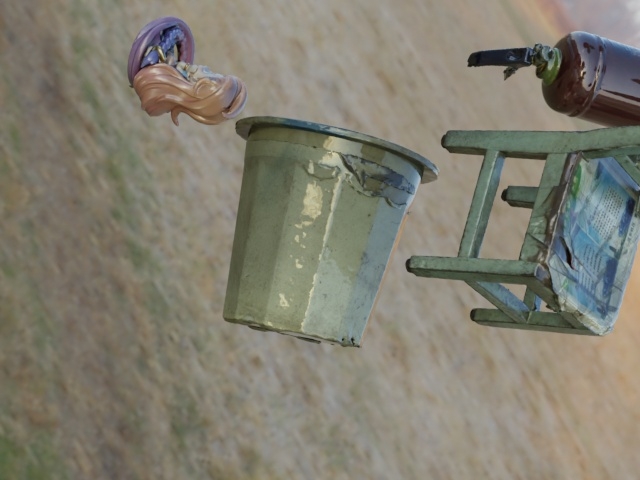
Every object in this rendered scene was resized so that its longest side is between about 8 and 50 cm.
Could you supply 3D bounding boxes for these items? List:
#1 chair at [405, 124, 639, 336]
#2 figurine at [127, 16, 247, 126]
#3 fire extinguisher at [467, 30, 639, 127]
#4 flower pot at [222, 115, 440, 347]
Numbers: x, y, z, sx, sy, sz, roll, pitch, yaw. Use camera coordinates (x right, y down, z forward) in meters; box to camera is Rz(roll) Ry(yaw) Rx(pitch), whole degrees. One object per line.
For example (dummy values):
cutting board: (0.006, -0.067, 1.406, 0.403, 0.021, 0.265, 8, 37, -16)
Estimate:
chair: (0.227, -0.005, 1.140, 0.136, 0.270, 0.147, 37, 64, -47)
figurine: (-0.168, -0.190, 1.702, 0.157, 0.114, 0.126, 46, -1, 14)
fire extinguisher: (0.348, -0.181, 1.653, 0.138, 0.344, 0.102, 158, -55, -73)
flower pot: (0.000, 0.000, 1.377, 0.212, 0.212, 0.202, 26, 74, -71)
